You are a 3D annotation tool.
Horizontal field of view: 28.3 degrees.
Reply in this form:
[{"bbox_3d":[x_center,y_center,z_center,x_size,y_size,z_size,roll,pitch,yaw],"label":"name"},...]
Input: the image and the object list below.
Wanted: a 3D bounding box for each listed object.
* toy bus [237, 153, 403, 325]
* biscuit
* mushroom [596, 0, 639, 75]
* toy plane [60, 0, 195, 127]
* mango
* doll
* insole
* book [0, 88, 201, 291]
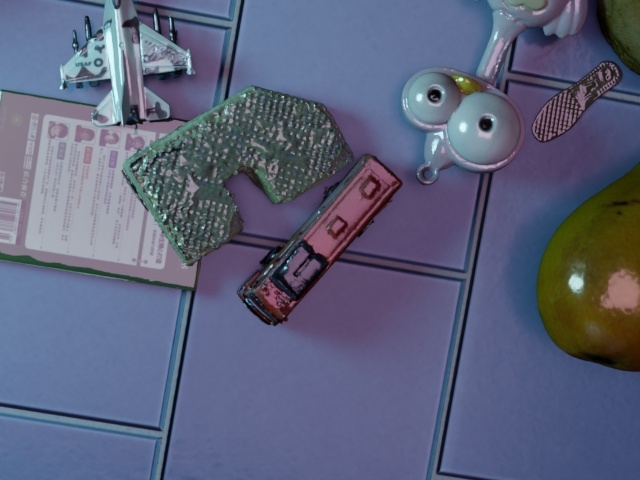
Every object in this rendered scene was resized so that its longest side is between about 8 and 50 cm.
[{"bbox_3d":[0.000,0.000,1.490,0.073,0.096,0.235,41,88,-3],"label":"toy bus"},{"bbox_3d":[-0.092,-0.090,1.480,0.250,0.046,0.147,-32,102,-13],"label":"biscuit"},{"bbox_3d":[0.489,-0.295,1.488,0.301,0.233,0.208,-11,50,-16],"label":"mushroom"},{"bbox_3d":[-0.228,-0.233,1.476,0.160,0.082,0.234,-6,78,4],"label":"toy plane"},{"bbox_3d":[0.392,0.016,1.488,0.211,0.173,0.317,43,77,1],"label":"mango"},{"bbox_3d":[0.207,-0.227,1.496,0.160,0.094,0.365,27,90,-2],"label":"doll"},{"bbox_3d":[0.313,-0.170,1.551,0.135,0.002,0.045,-39,95,-2],"label":"insole"},{"bbox_3d":[-0.262,-0.059,1.501,0.264,0.027,0.202,9,91,-4],"label":"book"}]
